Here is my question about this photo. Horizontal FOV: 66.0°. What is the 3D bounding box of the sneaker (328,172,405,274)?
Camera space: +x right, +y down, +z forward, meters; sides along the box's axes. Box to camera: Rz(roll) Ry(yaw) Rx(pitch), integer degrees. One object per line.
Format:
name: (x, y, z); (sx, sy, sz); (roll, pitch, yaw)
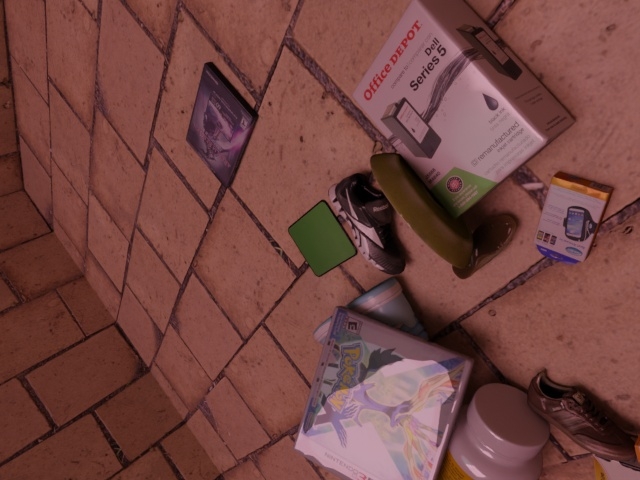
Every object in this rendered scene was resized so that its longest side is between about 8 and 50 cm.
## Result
sneaker: (0.109, -0.038, 1.001); (0.234, 0.078, 0.106); (57, 144, 6)

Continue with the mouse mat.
mouse mat: (0.000, 0.000, 1.201); (0.153, 0.007, 0.189); (58, 140, 2)

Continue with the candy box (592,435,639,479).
candy box: (0.578, 0.420, 0.790); (0.233, 0.071, 0.159); (3, 116, 47)

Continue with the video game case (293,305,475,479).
video game case: (0.114, 0.335, 0.987); (0.299, 0.036, 0.329); (18, 93, 29)

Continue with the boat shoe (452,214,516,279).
boat shoe: (0.292, 0.010, 0.867); (0.056, 0.048, 0.153); (51, 135, 26)

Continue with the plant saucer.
plant saucer: (0.177, -0.061, 0.812); (0.037, 0.241, 0.241); (-41, 80, 23)

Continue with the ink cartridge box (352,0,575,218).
ink cartridge box: (0.204, -0.205, 0.758); (0.273, 0.114, 0.198); (52, 141, 10)

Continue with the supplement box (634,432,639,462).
supplement box: (0.553, 0.324, 0.763); (0.098, 0.062, 0.036); (-5, 109, 50)

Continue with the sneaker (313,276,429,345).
sneaker: (0.116, 0.236, 1.132); (0.208, 0.127, 0.319); (55, 142, 7)

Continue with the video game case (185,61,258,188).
video game case: (-0.266, -0.292, 1.289); (0.196, 0.026, 0.274); (50, 140, 12)

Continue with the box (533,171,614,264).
box: (0.380, -0.029, 0.752); (0.081, 0.028, 0.136); (27, 134, 34)

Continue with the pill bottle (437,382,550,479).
pill bottle: (0.320, 0.451, 0.985); (0.187, 0.187, 0.334); (32, 128, 30)

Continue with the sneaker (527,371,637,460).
sneaker: (0.444, 0.298, 0.847); (0.188, 0.066, 0.071); (25, 128, 46)
